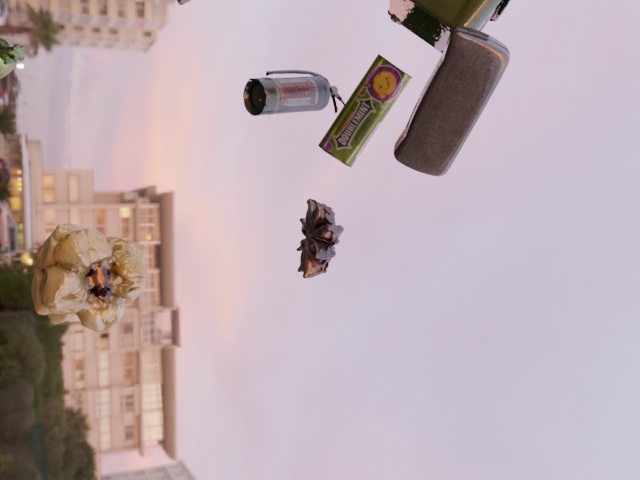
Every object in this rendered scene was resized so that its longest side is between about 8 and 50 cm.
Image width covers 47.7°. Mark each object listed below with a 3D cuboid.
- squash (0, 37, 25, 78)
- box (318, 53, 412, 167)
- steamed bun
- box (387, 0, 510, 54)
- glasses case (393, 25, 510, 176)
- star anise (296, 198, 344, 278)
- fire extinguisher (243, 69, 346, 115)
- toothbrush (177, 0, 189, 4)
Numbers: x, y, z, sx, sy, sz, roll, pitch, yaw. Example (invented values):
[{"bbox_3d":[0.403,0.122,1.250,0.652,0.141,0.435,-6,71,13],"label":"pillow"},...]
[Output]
[{"bbox_3d":[-0.825,-0.413,1.683,0.395,0.107,0.107,2,-86,31],"label":"squash"},{"bbox_3d":[0.138,-0.403,2.278,0.345,0.134,0.097,-55,-172,15],"label":"box"},{"bbox_3d":[-0.407,0.075,1.262,0.192,0.177,0.106,-58,-149,0],"label":"steamed bun"},{"bbox_3d":[0.275,-0.543,1.620,0.178,0.252,0.328,-53,178,4],"label":"box"},{"bbox_3d":[0.269,-0.281,1.509,0.074,0.131,0.323,-78,-170,-50],"label":"glasses case"},{"bbox_3d":[0.000,0.000,2.112,0.236,0.109,0.223,-147,-111,-73],"label":"star anise"},{"bbox_3d":[-0.051,-0.371,1.829,0.093,0.294,0.118,-19,-94,49],"label":"fire extinguisher"},{"bbox_3d":[-0.278,-0.748,2.048,0.030,0.297,0.030,53,-8,39],"label":"toothbrush"}]
